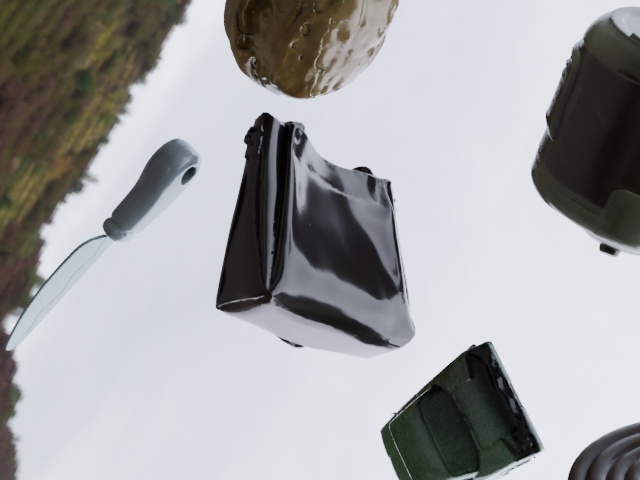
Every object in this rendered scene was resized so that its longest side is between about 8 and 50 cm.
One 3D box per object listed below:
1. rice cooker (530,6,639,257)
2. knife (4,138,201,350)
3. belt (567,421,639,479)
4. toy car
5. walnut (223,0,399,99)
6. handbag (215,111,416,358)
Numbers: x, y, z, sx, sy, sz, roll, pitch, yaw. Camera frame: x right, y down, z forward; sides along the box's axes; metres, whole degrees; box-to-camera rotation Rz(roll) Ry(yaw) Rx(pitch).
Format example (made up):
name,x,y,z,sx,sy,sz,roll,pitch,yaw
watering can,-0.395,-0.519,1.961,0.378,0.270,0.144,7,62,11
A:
name,x,y,z,sx,sy,sz,roll,pitch,yaw
rice cooker,0.489,-0.149,1.617,0.335,0.335,0.325,-102,-156,-57
knife,-0.263,0.010,1.274,0.331,0.044,0.080,-46,169,3
belt,0.324,0.220,0.687,0.339,0.122,0.217,7,-152,32
toy car,0.148,0.230,1.290,0.141,0.097,0.320,65,-25,17
walnut,-0.010,-0.270,1.224,0.198,0.198,0.245,-101,-150,-56
handbag,-0.001,0.000,1.334,0.113,0.285,0.257,-14,-115,39
